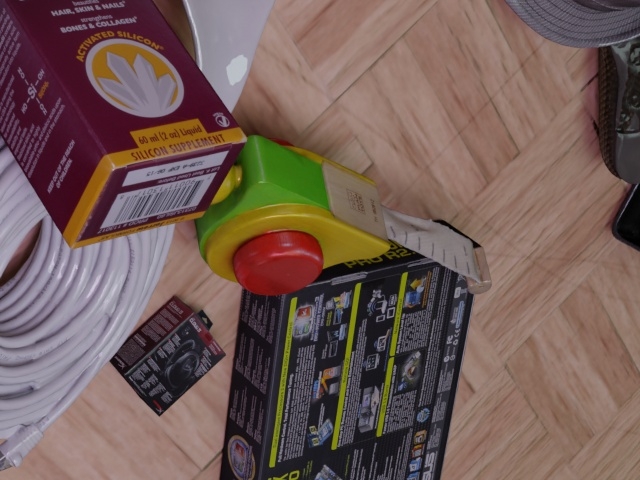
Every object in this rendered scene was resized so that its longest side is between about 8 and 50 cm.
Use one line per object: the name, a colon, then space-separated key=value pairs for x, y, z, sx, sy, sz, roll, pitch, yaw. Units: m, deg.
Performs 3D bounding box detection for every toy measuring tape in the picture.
toy measuring tape: x=0.000 y=0.000 z=1.310 sx=0.330 sy=0.121 sz=0.121 roll=23 pitch=100 yaw=-45

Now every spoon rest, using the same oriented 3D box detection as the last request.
spoon rest: x=-0.074 y=-0.185 z=1.161 sx=0.137 sy=0.084 sz=0.276 roll=-3 pitch=118 yaw=-39

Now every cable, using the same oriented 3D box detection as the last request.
cable: x=-0.206 y=0.015 z=1.138 sx=0.257 sy=0.089 sz=0.257 roll=-44 pitch=149 yaw=-29

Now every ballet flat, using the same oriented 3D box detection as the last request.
ballet flat: x=0.281 y=-0.171 z=1.489 sx=0.084 sy=0.058 sz=0.250 roll=-11 pitch=118 yaw=-14

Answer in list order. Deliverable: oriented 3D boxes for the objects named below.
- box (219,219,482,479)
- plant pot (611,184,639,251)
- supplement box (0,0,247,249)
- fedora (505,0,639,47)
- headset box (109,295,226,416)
box: x=0.024 y=0.128 z=1.450 sx=0.216 sy=0.060 sz=0.270 roll=-12 pitch=122 yaw=-33
plant pot: x=0.430 y=-0.036 z=1.610 sx=0.167 sy=0.188 sz=0.187 roll=12 pitch=107 yaw=-57
supplement box: x=-0.144 y=-0.099 z=1.025 sx=0.104 sy=0.188 sz=0.081 roll=-15 pitch=152 yaw=-40
fedora: x=0.275 y=-0.278 z=1.334 sx=0.275 sy=0.124 sz=0.244 roll=-48 pitch=122 yaw=-7
headset box: x=-0.120 y=0.090 z=1.328 sx=0.083 sy=0.032 sz=0.062 roll=-44 pitch=135 yaw=-11
